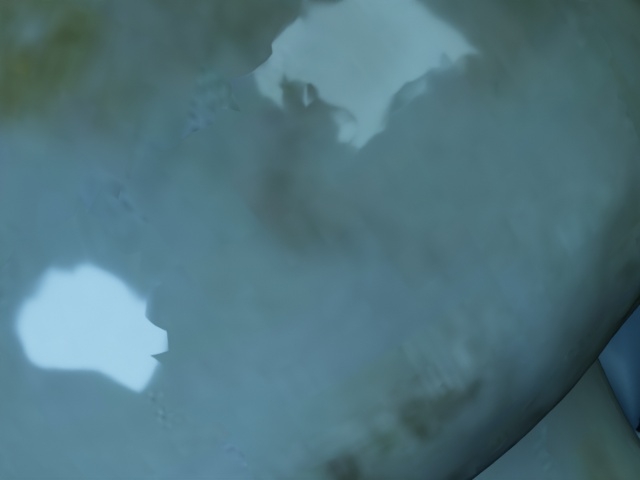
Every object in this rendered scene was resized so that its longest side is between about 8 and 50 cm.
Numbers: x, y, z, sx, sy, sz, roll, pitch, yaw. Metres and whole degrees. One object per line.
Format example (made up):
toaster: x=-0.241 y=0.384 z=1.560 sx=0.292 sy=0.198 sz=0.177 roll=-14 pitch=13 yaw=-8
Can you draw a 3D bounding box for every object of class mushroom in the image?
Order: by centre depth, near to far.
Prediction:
mushroom: x=0.000 y=0.000 z=0.557 sx=0.297 sy=0.297 sz=0.290 roll=-40 pitch=113 yaw=-25
